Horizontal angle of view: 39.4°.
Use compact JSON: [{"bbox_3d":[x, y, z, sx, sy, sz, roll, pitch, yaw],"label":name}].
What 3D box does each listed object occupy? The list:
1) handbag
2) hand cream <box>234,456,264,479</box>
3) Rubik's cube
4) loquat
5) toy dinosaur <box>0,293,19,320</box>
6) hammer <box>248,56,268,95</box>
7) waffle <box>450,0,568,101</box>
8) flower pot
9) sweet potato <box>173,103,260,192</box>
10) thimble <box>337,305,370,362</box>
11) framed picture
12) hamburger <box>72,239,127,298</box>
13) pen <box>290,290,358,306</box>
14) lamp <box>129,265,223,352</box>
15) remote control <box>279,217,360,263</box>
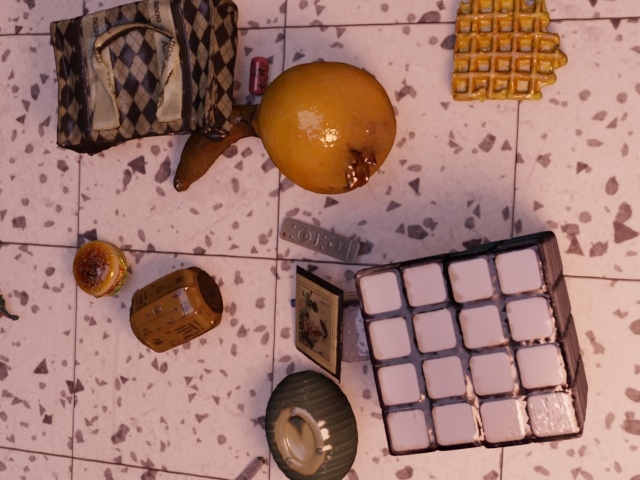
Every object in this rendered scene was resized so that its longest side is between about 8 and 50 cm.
[{"bbox_3d":[-0.376,-0.345,1.912,0.416,0.180,0.316,-6,81,22],"label":"handbag"},{"bbox_3d":[-0.155,0.509,1.968,0.030,0.019,0.093,43,106,14],"label":"hand cream"},{"bbox_3d":[0.289,0.180,1.644,0.337,0.344,0.343,-12,89,17],"label":"Rubik's cube"},{"bbox_3d":[0.017,-0.215,1.763,0.275,0.275,0.274,1,92,18],"label":"loquat"},{"bbox_3d":[-0.781,0.154,2.147,0.154,0.049,0.055,30,97,20],"label":"toy dinosaur"},{"bbox_3d":[-0.132,-0.353,1.922,0.043,0.043,0.083,6,92,18],"label":"hammer"},{"bbox_3d":[0.372,-0.383,1.746,0.219,0.057,0.229,5,93,18],"label":"waffle"},{"bbox_3d":[-0.020,0.392,1.848,0.189,0.157,0.243,-17,88,16],"label":"flower pot"},{"bbox_3d":[-0.223,-0.206,1.932,0.286,0.085,0.112,-37,85,16],"label":"sweet potato"},{"bbox_3d":[0.089,0.185,1.807,0.127,0.151,0.117,-7,87,-12],"label":"thimble"},{"bbox_3d":[-0.007,0.165,1.828,0.195,0.010,0.199,26,119,56],"label":"framed picture"},{"bbox_3d":[-0.501,0.066,2.034,0.126,0.081,0.141,-42,78,15],"label":"hamburger"},{"bbox_3d":[0.033,0.124,1.891,0.204,0.025,0.025,-7,89,19],"label":"pen"},{"bbox_3d":[-0.311,0.149,1.939,0.185,0.161,0.161,-25,84,18],"label":"lamp"},{"bbox_3d":[0.000,0.000,1.899,0.184,0.027,0.049,19,96,21],"label":"remote control"}]
